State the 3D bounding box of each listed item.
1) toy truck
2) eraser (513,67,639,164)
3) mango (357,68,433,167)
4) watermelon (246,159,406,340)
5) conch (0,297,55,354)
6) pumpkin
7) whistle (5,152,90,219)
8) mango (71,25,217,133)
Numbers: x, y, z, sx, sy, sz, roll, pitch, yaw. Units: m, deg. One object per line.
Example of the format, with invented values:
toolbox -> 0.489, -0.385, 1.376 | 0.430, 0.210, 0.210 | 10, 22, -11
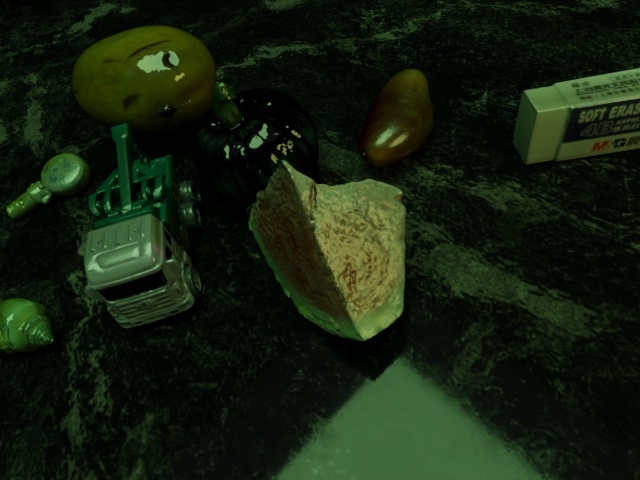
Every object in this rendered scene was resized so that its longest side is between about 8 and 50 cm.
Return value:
toy truck -> -0.322, -0.034, 0.784 | 0.177, 0.178, 0.363 | -17, 53, -1
eraser -> 0.501, -0.219, 0.769 | 0.279, 0.124, 0.081 | -9, 51, 7
mango -> 0.159, -0.243, 0.875 | 0.133, 0.111, 0.267 | 1, 52, 33
watermelon -> 0.000, 0.000, 0.666 | 0.193, 0.231, 0.310 | 6, 26, -25
conch -> -0.525, 0.147, 0.751 | 0.201, 0.079, 0.094 | -4, 63, 32
pumpkin -> -0.137, -0.198, 0.825 | 0.248, 0.248, 0.248 | -6, 51, 8
whistle -> -0.620, -0.119, 1.002 | 0.198, 0.057, 0.104 | -44, 71, -11
mango -> -0.450, -0.405, 1.079 | 0.445, 0.220, 0.301 | 25, 64, 32
